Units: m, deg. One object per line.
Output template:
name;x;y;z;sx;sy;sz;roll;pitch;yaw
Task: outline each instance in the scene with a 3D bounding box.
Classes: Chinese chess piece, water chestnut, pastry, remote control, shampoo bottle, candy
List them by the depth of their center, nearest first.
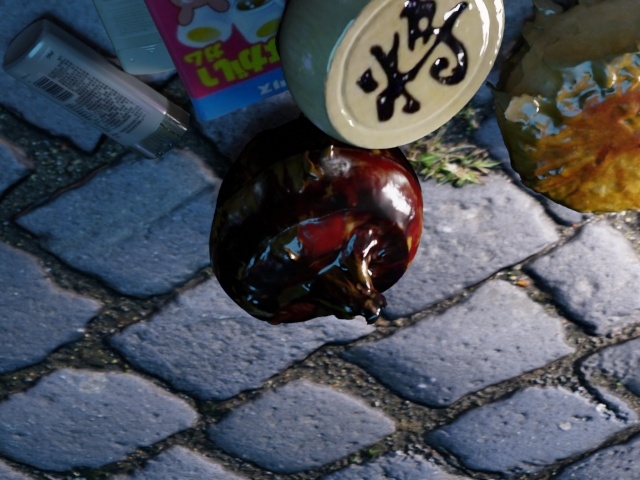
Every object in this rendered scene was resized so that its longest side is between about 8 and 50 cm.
candy;-0.113;-0.280;1.455;0.157;0.100;0.306;-22;139;1
Chinese chess piece;0.079;-0.223;1.473;0.257;0.104;0.257;-22;139;-21
remote control;-0.211;-0.266;1.539;0.087;0.029;0.190;-10;140;9
pastry;0.368;-0.160;1.619;0.330;0.136;0.329;-1;140;-1
shampoo bottle;-0.268;-0.179;1.623;0.086;0.056;0.227;-32;133;32
water chestnut;0.000;0.000;1.692;0.300;0.300;0.300;-2;141;-1
